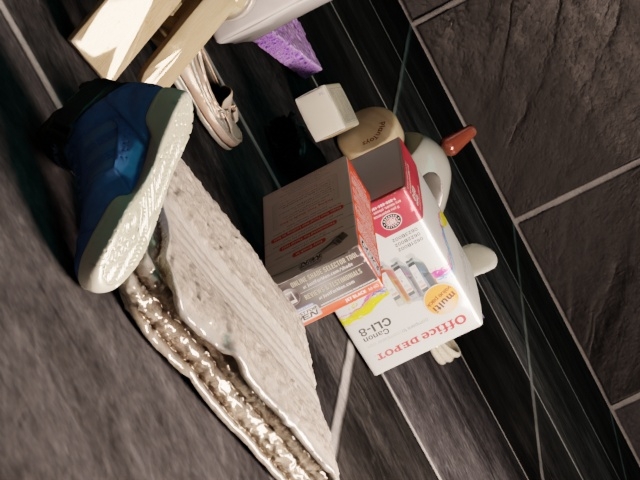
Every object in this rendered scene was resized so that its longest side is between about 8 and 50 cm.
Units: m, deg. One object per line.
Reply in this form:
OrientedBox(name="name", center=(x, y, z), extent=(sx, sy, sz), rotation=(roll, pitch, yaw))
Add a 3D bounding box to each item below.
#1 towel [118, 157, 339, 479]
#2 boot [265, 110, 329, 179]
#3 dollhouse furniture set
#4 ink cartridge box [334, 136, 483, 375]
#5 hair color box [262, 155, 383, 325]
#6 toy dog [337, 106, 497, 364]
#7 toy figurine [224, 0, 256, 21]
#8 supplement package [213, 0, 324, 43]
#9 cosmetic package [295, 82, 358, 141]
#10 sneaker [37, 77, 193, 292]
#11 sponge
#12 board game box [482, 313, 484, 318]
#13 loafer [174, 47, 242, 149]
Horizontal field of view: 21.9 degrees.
OrientedBox(name="towel", center=(-0.068, 0.050, 1.196), extent=(0.282, 0.049, 0.187), rotation=(53, 16, -42))
OrientedBox(name="boot", center=(-0.009, -0.072, 1.725), extent=(0.121, 0.045, 0.099), rotation=(63, 7, 33))
OrientedBox(name="dollhouse furniture set", center=(-0.166, -0.184, 1.321), extent=(0.151, 0.123, 0.144), rotation=(28, -15, 39))
OrientedBox(name="ink cartridge box", center=(0.066, 0.016, 1.656), extent=(0.176, 0.128, 0.127), rotation=(58, 13, -24))
OrientedBox(name="hair color box", center=(0.000, 0.000, 1.490), extent=(0.053, 0.093, 0.167), rotation=(58, 14, -27))
OrientedBox(name="toy dog", center=(0.144, -0.032, 2.020), extent=(0.220, 0.161, 0.334), rotation=(41, 25, -61))
OrientedBox(name="toy figurine", center=(-0.083, -0.333, 1.555), extent=(0.148, 0.213, 0.210), rotation=(6, 53, -62))
OrientedBox(name="supplement package", center=(-0.081, -0.373, 1.734), extent=(0.293, 0.175, 0.177), rotation=(63, 11, -3))
OrientedBox(name="cosmetic package", center=(0.009, -0.154, 1.990), extent=(0.060, 0.041, 0.115), rotation=(64, 12, 0))
OrientedBox(name="sneaker", center=(-0.145, -0.039, 1.051), extent=(0.058, 0.084, 0.152), rotation=(76, 30, -60))
OrientedBox(name="sponge", center=(-0.062, -0.268, 1.951), extent=(0.117, 0.031, 0.210), rotation=(67, 12, 14))
OrientedBox(name="board game box", center=(0.154, 0.020, 2.236), extent=(0.170, 0.048, 0.141), rotation=(50, 17, -49))
OrientedBox(name="loafer", center=(-0.097, -0.130, 1.475), extent=(0.125, 0.039, 0.045), rotation=(54, 15, -41))
